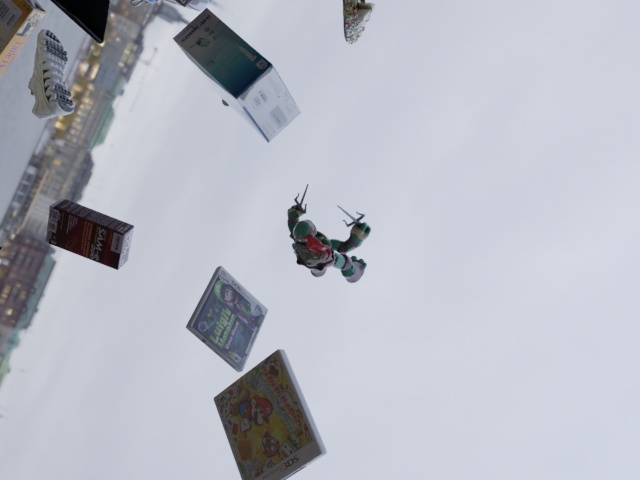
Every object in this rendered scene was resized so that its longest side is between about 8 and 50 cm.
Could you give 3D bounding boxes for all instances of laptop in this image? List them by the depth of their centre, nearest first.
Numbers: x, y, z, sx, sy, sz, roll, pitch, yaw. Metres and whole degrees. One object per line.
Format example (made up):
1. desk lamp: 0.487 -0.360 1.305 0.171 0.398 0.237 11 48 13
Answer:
1. laptop: -0.572 -0.530 1.440 0.264 0.234 0.137 13 -110 41

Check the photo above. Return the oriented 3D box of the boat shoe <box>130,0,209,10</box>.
1. boat shoe: -0.532 -0.788 2.138 0.156 0.367 0.136 -45 -147 33

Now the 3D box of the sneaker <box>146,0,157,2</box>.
1. sneaker: -0.410 -0.546 1.430 0.069 0.209 0.082 14 -105 26

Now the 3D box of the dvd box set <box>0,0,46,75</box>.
1. dvd box set: -0.948 -0.545 1.824 0.420 0.307 0.062 -46 174 15

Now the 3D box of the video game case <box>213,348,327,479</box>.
1. video game case: -0.108 0.367 1.391 0.206 0.026 0.227 -39 -121 24

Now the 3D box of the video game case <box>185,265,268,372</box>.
1. video game case: -0.211 0.181 1.616 0.022 0.173 0.190 -24 -149 38

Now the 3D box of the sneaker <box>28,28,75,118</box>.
1. sneaker: -0.820 -0.496 2.074 0.118 0.110 0.292 -18 -109 19

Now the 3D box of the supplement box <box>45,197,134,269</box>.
1. supplement box: -0.682 -0.019 2.057 0.073 0.239 0.130 -63 172 -63

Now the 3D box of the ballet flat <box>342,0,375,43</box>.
1. ballet flat: 0.091 -0.581 1.656 0.091 0.077 0.241 -56 150 -44

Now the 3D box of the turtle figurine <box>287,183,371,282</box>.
1. turtle figurine: 0.000 0.000 1.242 0.175 0.234 0.118 27 -107 28

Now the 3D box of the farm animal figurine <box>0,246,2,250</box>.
1. farm animal figurine: -0.741 0.084 1.139 0.327 0.330 0.172 -63 -176 -16

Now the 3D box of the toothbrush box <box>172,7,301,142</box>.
1. toothbrush box: -0.212 -0.422 1.780 0.126 0.216 0.295 -42 -118 -2

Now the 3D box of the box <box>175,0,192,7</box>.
1. box: -0.303 -0.744 1.686 0.381 0.191 0.143 -13 -126 53

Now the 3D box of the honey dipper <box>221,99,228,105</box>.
1. honey dipper: -0.273 -0.408 2.044 0.030 0.030 0.161 -63 -169 6
